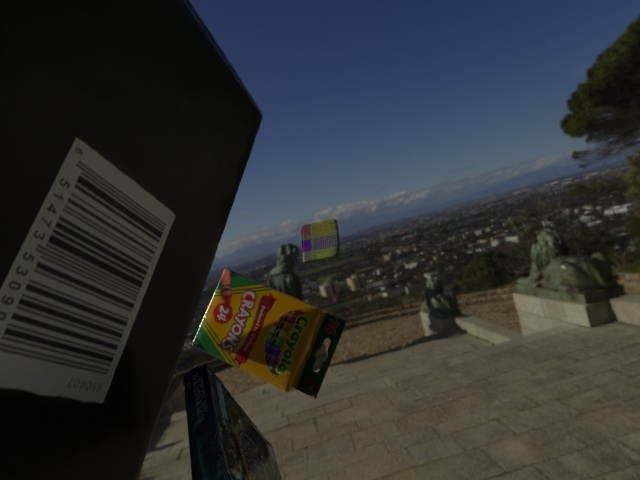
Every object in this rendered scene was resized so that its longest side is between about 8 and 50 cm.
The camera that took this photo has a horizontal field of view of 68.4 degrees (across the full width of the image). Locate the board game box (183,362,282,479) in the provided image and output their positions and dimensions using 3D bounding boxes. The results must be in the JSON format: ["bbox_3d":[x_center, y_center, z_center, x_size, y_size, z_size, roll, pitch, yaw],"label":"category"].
[{"bbox_3d":[-0.052,0.189,0.343,0.026,0.126,0.186,-31,27,-6],"label":"board game box"}]

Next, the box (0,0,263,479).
[{"bbox_3d":[-0.373,-0.008,0.426,0.470,0.481,0.297,7,-21,23],"label":"box"}]

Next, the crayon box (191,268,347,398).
[{"bbox_3d":[-0.121,0.217,1.115,0.318,0.203,0.081,20,-8,17],"label":"crayon box"}]

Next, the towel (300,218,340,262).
[{"bbox_3d":[0.000,0.000,0.721,0.060,0.010,0.083,-10,46,4],"label":"towel"}]
